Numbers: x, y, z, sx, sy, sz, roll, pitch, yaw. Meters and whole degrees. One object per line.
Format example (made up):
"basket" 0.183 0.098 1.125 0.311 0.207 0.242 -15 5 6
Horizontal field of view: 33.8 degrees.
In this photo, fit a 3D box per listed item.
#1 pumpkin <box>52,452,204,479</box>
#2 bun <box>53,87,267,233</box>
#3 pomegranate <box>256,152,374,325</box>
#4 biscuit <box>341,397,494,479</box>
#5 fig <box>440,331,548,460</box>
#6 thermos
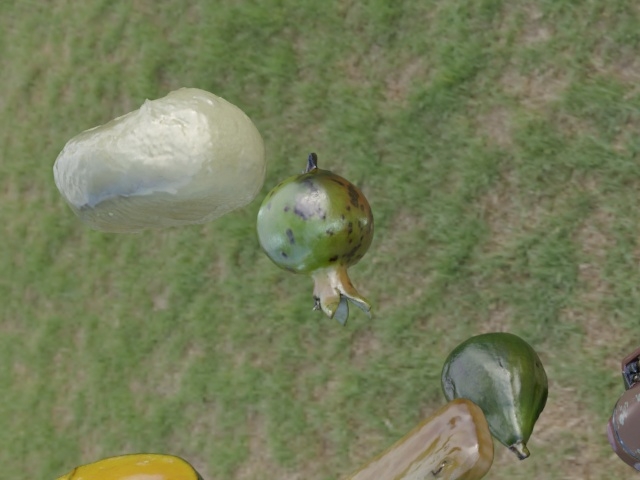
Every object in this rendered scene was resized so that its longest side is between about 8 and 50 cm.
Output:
"pumpkin" -0.197 0.307 0.965 0.190 0.280 0.139 -5 101 15
"bun" -0.137 -0.070 0.901 0.188 0.164 0.111 -17 80 47
"pomegranate" 0.010 0.003 1.371 0.156 0.156 0.220 -52 58 33
"biscuit" 0.063 0.305 1.004 0.290 0.062 0.237 -43 28 23
"fig" 0.200 0.170 1.157 0.177 0.117 0.117 -105 35 -68
"thermos" 0.436 0.208 1.335 0.136 0.109 0.330 39 159 10
